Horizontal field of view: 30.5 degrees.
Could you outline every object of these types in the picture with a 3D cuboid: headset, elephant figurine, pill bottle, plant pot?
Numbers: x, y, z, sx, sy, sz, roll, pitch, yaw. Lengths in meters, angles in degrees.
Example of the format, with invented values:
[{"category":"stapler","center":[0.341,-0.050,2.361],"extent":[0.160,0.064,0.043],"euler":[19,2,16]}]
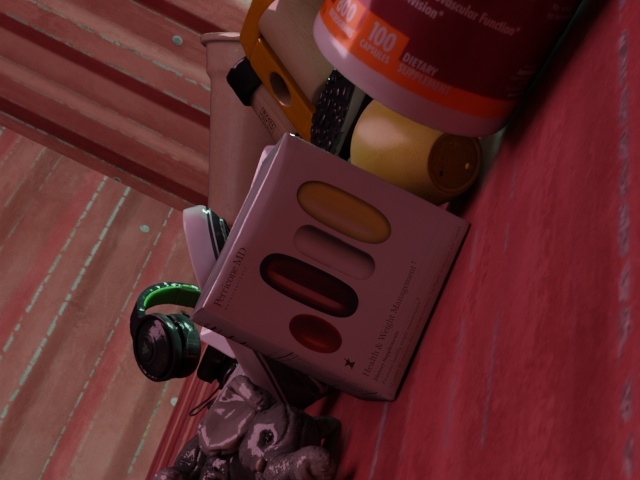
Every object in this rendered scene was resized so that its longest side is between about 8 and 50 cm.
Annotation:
[{"category":"headset","center":[-0.222,0.192,2.224],"extent":[0.185,0.243,0.394],"euler":[-65,27,28]},{"category":"elephant figurine","center":[-0.054,0.228,1.256],"extent":[0.169,0.186,0.239],"euler":[1,-42,-50]},{"category":"pill bottle","center":[0.171,-0.313,1.098],"extent":[0.392,0.224,0.224],"euler":[-61,7,26]},{"category":"plant pot","center":[0.112,-0.088,1.208],"extent":[0.095,0.134,0.134],"euler":[26,90,59]},{"category":"plant pot","center":[-0.061,-0.164,1.965],"extent":[0.334,0.334,0.305],"euler":[-155,75,-83]}]

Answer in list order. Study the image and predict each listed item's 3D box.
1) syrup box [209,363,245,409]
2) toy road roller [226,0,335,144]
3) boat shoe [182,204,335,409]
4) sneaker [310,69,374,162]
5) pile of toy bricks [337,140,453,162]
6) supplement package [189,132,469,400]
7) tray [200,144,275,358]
[{"category":"syrup box","center":[-0.087,0.225,1.607],"extent":[0.237,0.093,0.096],"euler":[-58,9,42]},{"category":"toy road roller","center":[0.028,-0.254,1.653],"extent":[0.241,0.202,0.329],"euler":[-31,-11,-21]},{"category":"boat shoe","center":[-0.063,0.076,1.321],"extent":[0.102,0.301,0.108],"euler":[-20,30,5]},{"category":"sneaker","center":[0.080,-0.174,1.359],"extent":[0.107,0.124,0.283],"euler":[-102,30,-51]},{"category":"pile of toy bricks","center":[0.082,-0.058,1.330],"extent":[0.212,0.105,0.118],"euler":[-23,-8,-22]},{"category":"supplement package","center":[0.005,0.032,1.174],"extent":[0.194,0.203,0.149],"euler":[-66,7,-12]},{"category":"tray","center":[-0.077,0.012,1.474],"extent":[0.145,0.030,0.270],"euler":[14,84,65]}]
